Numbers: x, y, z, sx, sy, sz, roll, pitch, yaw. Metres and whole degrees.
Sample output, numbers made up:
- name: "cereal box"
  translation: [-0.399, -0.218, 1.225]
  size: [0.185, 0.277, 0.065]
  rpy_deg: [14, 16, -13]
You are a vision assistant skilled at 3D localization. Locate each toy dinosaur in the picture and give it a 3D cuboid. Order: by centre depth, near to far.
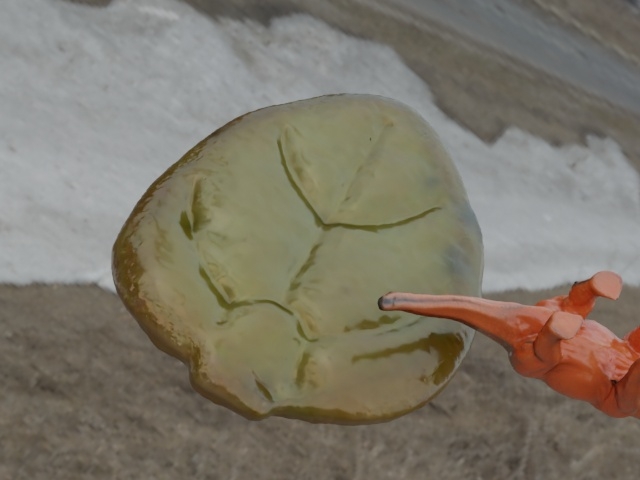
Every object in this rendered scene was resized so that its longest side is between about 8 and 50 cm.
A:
- name: "toy dinosaur"
  translation: [0.159, 0.065, 0.625]
  size: [0.280, 0.101, 0.055]
  rpy_deg: [23, 65, -10]

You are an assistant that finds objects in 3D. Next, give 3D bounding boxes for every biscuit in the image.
- name: "biscuit"
  translation: [0.000, -0.004, 0.669]
  size: [0.203, 0.041, 0.260]
  rpy_deg: [23, 47, 9]
